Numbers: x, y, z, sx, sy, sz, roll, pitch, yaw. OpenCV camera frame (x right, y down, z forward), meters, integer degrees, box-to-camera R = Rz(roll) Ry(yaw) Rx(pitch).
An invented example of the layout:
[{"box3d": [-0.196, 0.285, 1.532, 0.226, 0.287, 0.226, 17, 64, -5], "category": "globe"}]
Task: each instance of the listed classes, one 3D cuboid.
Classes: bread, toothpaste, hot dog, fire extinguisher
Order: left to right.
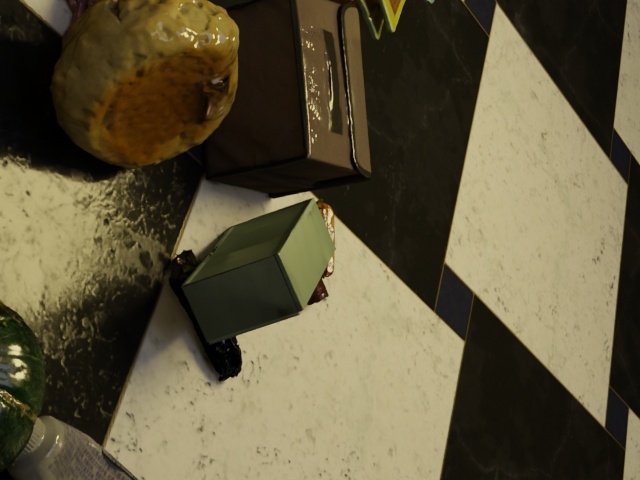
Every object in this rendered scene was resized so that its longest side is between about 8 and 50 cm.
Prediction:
[{"box3d": [-0.266, 0.260, 1.150, 0.099, 0.068, 0.282, -45, 130, -15], "category": "toothpaste"}, {"box3d": [-0.201, -0.199, 1.238, 0.244, 0.244, 0.134, 10, 42, -51], "category": "bread"}, {"box3d": [-0.027, 0.027, 1.533, 0.056, 0.039, 0.132, -58, 127, -70], "category": "fire extinguisher"}, {"box3d": [0.000, 0.000, 1.583, 0.049, 0.037, 0.122, 21, 68, -60], "category": "hot dog"}]

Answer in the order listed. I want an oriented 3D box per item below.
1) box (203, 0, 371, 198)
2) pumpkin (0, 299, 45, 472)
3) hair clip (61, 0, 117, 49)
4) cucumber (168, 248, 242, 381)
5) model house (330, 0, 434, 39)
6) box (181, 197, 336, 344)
[{"box3d": [-0.052, -0.200, 1.455, 0.153, 0.188, 0.252, 9, 75, -53], "category": "box"}, {"box3d": [-0.347, 0.136, 0.987, 0.190, 0.146, 0.190, 13, 42, -12], "category": "pumpkin"}, {"box3d": [-0.275, -0.282, 1.316, 0.138, 0.102, 0.123, 49, 31, 18], "category": "hair clip"}, {"box3d": [-0.143, 0.099, 1.360, 0.053, 0.053, 0.181, -44, 117, -48], "category": "cucumber"}, {"box3d": [0.067, -0.479, 1.709, 0.357, 0.242, 0.313, -16, 109, -54], "category": "model house"}, {"box3d": [-0.070, 0.035, 1.342, 0.225, 0.129, 0.086, -59, 128, -68], "category": "box"}]
